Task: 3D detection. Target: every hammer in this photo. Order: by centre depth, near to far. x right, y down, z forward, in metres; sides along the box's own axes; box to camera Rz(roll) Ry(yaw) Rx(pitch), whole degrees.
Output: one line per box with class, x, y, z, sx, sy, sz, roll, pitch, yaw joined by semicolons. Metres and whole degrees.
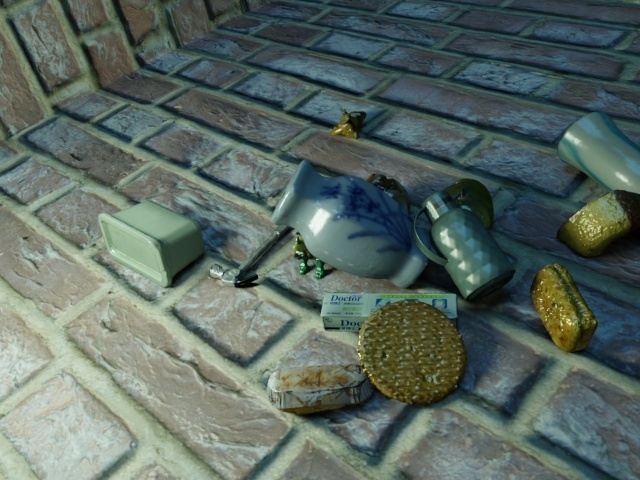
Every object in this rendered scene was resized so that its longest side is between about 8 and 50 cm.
hammer;-0.157;-0.006;1.832;0.152;0.044;0.427;16;47;28

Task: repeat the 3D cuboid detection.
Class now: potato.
potato;0.406;-0.084;1.699;0.170;0.143;0.248;14;43;9

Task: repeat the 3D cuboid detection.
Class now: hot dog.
hot dog;-0.001;0.337;1.374;0.253;0.069;0.131;-6;31;3

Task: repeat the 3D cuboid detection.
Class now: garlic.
garlic;0.189;-0.105;1.777;0.160;0.191;0.214;21;33;1

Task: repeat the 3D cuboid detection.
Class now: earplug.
earplug;0.858;-0.210;1.727;0.185;0.185;0.324;-19;47;-8

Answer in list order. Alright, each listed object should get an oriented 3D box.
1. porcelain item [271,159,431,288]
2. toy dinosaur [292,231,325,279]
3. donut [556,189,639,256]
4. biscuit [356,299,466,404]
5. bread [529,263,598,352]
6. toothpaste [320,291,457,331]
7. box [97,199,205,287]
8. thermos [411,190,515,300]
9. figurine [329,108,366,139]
porcelain item;0.088;-0.039;1.577;0.406;0.178;0.242;27;44;-7
toy dinosaur;0.000;0.000;1.714;0.094;0.153;0.259;16;39;27
donut;0.792;-0.048;1.564;0.295;0.151;0.112;-13;50;-1
biscuit;0.210;0.253;1.374;0.254;0.035;0.253;2;62;-3
bread;0.565;0.157;1.406;0.084;0.113;0.210;1;38;-9
toothpaste;0.173;0.181;1.509;0.337;0.067;0.081;-1;42;13
box;-0.508;-0.008;1.835;0.312;0.175;0.182;23;43;35
thermos;0.346;0.010;1.521;0.182;0.145;0.286;-23;67;-19
figurine;0.100;-0.432;2.241;0.122;0.121;0.176;-21;17;34
